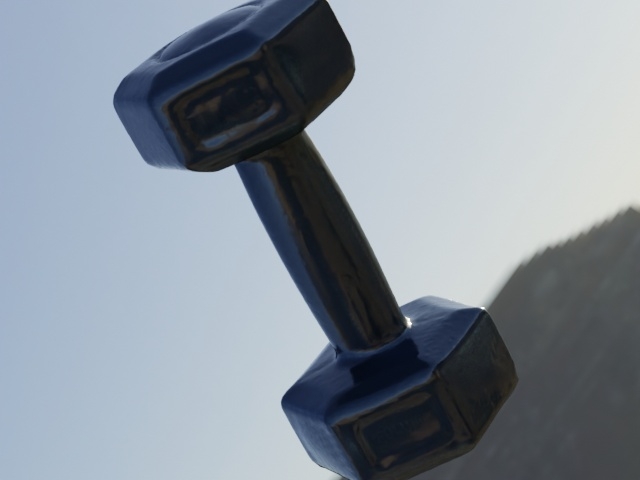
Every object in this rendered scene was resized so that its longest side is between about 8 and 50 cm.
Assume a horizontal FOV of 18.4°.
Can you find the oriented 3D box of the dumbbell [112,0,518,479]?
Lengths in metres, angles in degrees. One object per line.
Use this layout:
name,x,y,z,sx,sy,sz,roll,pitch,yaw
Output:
dumbbell,0.000,0.000,1.302,0.144,0.325,0.160,-33,17,-20
